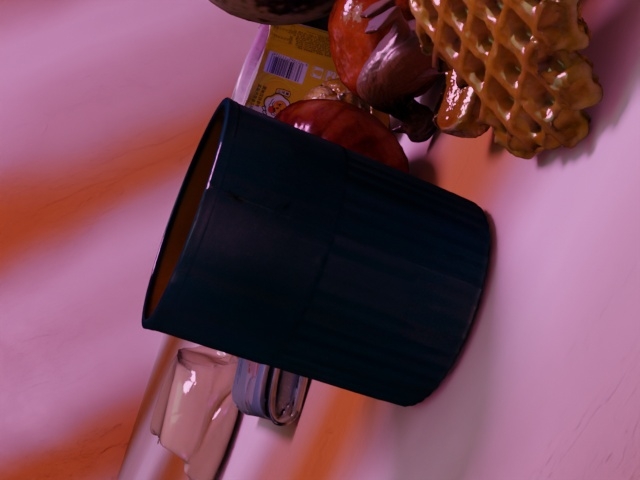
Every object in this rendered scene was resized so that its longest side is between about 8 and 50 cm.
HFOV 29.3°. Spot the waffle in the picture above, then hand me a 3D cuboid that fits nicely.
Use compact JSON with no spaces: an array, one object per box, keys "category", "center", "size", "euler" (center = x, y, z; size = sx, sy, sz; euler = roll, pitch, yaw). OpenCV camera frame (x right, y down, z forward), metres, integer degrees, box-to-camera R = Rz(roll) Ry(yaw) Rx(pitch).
[{"category":"waffle","center":[0.156,-0.196,1.112],"size":[0.291,0.051,0.291],"euler":[51,154,37]}]

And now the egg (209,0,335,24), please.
[{"category":"egg","center":[-0.039,-0.505,1.675],"size":[0.345,0.345,0.428],"euler":[161,126,-74]}]

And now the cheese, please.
[{"category":"cheese","center":[-0.218,0.303,2.125],"size":[0.266,0.127,0.233],"euler":[-167,94,-80]}]

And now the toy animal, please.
[{"category":"toy animal","center":[0.132,-0.215,1.479],"size":[0.188,0.179,0.089],"euler":[-27,25,13]}]

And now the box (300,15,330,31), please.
[{"category":"box","center":[0.033,-0.528,2.036],"size":[0.204,0.251,0.345],"euler":[126,159,-53]}]

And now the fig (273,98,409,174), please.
[{"category":"fig","center":[0.008,-0.066,1.530],"size":[0.263,0.224,0.224],"euler":[-121,51,-75]}]

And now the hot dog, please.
[{"category":"hot dog","center":[0.200,-0.241,1.299],"size":[0.083,0.068,0.289],"euler":[17,83,55]}]

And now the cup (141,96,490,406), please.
[{"category":"cup","center":[-0.015,0.038,1.255],"size":[0.308,0.292,0.242],"euler":[120,164,-44]}]

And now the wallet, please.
[{"category":"wallet","center":[-0.069,0.178,1.800],"size":[0.250,0.075,0.176],"euler":[163,120,-75]}]

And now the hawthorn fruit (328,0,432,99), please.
[{"category":"hawthorn fruit","center":[0.091,-0.265,1.577],"size":[0.179,0.173,0.173],"euler":[-68,11,-18]}]

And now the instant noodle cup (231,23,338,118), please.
[{"category":"instant noodle cup","center":[-0.028,-0.225,1.947],"size":[0.264,0.200,0.264],"euler":[-162,90,-77]}]

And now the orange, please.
[{"category":"orange","center":[0.031,-0.154,1.719],"size":[0.134,0.156,0.156],"euler":[39,114,35]}]
